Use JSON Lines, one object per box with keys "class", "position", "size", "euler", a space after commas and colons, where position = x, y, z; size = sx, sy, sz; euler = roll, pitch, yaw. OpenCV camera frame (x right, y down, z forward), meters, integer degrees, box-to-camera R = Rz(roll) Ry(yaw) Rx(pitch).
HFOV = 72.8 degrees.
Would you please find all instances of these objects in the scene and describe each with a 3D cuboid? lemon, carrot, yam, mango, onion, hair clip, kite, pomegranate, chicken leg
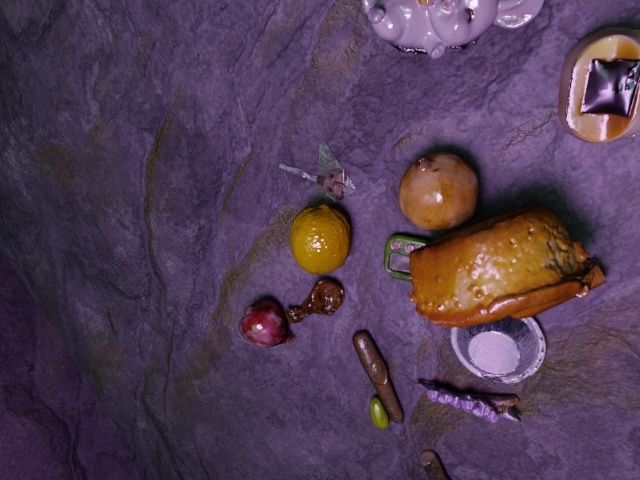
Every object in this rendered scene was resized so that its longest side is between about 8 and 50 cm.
{"class": "lemon", "position": [0.001, -0.002, 1.196], "size": [0.180, 0.180, 0.193], "euler": [34, 138, 13]}
{"class": "carrot", "position": [0.187, 0.434, 1.341], "size": [0.070, 0.070, 0.342], "euler": [-19, 101, 33]}
{"class": "yam", "position": [0.400, 0.793, 1.376], "size": [0.061, 0.061, 0.274], "euler": [-26, 97, 34]}
{"class": "mango", "position": [0.185, 0.545, 1.380], "size": [0.056, 0.073, 0.108], "euler": [-15, 107, 2]}
{"class": "onion", "position": [-0.170, 0.287, 1.426], "size": [0.195, 0.159, 0.159], "euler": [40, 124, -10]}
{"class": "hair clip", "position": [0.407, 0.446, 1.220], "size": [0.292, 0.084, 0.106], "euler": [6, 156, 29]}
{"class": "kite", "position": [-0.011, -0.173, 1.234], "size": [0.250, 0.012, 0.229], "euler": [21, 117, 21]}
{"class": "pomegranate", "position": [0.267, -0.118, 1.005], "size": [0.196, 0.196, 0.196], "euler": [11, 114, 25]}
{"class": "chicken leg", "position": [-0.022, 0.199, 1.354], "size": [0.251, 0.087, 0.107], "euler": [-34, 74, 41]}
{"class": "carrot", "position": [0.534, 0.121, 1.007], "size": [0.225, 0.067, 0.067], "euler": [-33, 92, 25]}

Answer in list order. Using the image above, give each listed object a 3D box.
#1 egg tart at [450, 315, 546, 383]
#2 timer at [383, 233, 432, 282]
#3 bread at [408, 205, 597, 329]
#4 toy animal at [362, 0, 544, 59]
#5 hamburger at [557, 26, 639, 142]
{"class": "egg tart", "position": [0.448, 0.267, 1.114], "size": [0.234, 0.094, 0.234], "euler": [9, 111, 26]}
{"class": "timer", "position": [0.240, 0.048, 1.165], "size": [0.140, 0.047, 0.128], "euler": [12, 113, 24]}
{"class": "bread", "position": [0.364, 0.055, 0.925], "size": [0.358, 0.337, 0.204], "euler": [-22, 90, 54]}
{"class": "toy animal", "position": [0.257, -0.483, 0.883], "size": [0.325, 0.154, 0.208], "euler": [-14, 82, 11]}
{"class": "hamburger", "position": [0.551, -0.290, 0.825], "size": [0.173, 0.116, 0.210], "euler": [9, 118, 34]}
